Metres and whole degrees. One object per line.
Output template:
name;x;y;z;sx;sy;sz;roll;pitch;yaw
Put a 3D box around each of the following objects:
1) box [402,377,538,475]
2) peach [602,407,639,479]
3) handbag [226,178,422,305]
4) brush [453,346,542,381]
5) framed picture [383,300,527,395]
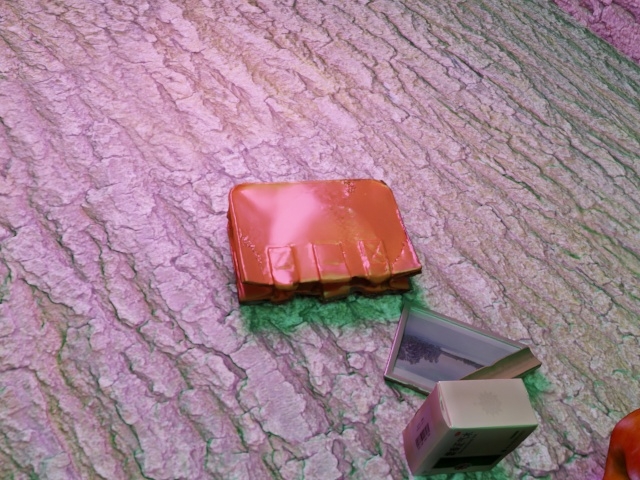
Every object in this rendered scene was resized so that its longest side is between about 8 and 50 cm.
box;0.260;0.338;1.152;0.168;0.212;0.095;2;50;-12
peach;0.656;0.446;1.085;0.406;0.310;0.334;17;58;-18
handbag;0.000;0.000;1.460;0.411;0.116;0.303;-3;53;-16
brush;0.351;0.286;1.316;0.283;0.048;0.054;-15;57;-34
framed picture;0.294;0.258;1.365;0.289;0.016;0.213;21;47;4
